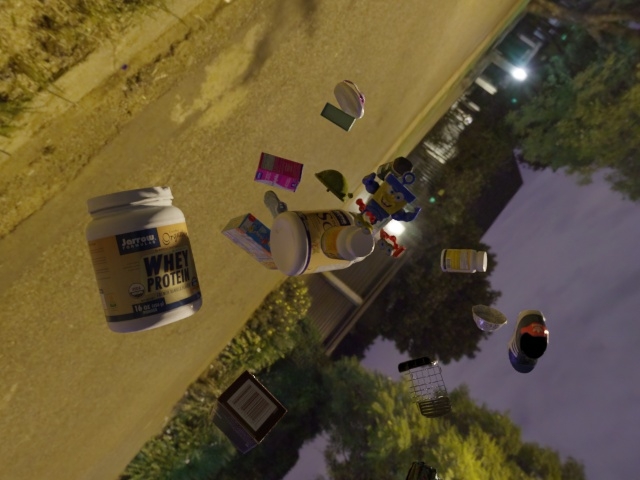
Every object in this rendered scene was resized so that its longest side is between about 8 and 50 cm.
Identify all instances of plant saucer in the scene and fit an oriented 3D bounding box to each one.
[{"bbox_3d":[0.078,-0.547,1.993,0.018,0.192,0.067,11,114,-53],"label":"plant saucer"}]

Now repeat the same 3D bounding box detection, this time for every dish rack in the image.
[{"bbox_3d":[0.489,0.684,2.090,0.074,0.272,0.208,1,156,-39],"label":"dish rack"}]

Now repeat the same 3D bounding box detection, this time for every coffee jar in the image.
[{"bbox_3d":[0.351,-0.334,2.125,0.184,0.096,0.079,-12,-127,64],"label":"coffee jar"}]

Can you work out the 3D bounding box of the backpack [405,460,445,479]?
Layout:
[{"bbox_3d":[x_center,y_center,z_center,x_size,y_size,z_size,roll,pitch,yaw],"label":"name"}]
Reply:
[{"bbox_3d":[0.343,0.887,1.539,0.188,0.144,0.166,-47,154,-44],"label":"backpack"}]

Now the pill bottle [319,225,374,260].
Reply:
[{"bbox_3d":[0.089,0.009,1.491,0.117,0.117,0.208,-48,-162,-17],"label":"pill bottle"}]

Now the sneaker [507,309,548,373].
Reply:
[{"bbox_3d":[0.845,0.452,1.832,0.148,0.131,0.350,-76,159,-53],"label":"sneaker"}]

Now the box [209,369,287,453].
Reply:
[{"bbox_3d":[-0.258,0.591,1.526,0.143,0.191,0.381,-42,169,-30],"label":"box"}]

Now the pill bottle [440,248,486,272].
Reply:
[{"bbox_3d":[0.728,0.104,2.284,0.119,0.208,0.119,-4,94,-62],"label":"pill bottle"}]

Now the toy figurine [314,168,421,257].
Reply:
[{"bbox_3d":[0.185,-0.151,1.375,0.217,0.362,0.191,-44,-176,22],"label":"toy figurine"}]

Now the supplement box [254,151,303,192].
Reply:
[{"bbox_3d":[-0.209,-0.340,2.244,0.111,0.220,0.114,122,-20,-56],"label":"supplement box"}]

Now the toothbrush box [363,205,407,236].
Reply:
[{"bbox_3d":[0.284,-0.112,2.299,0.216,0.126,0.295,-41,175,-17],"label":"toothbrush box"}]

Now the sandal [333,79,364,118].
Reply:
[{"bbox_3d":[0.142,-0.662,2.048,0.102,0.169,0.416,-31,-156,3],"label":"sandal"}]

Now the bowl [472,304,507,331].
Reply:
[{"bbox_3d":[0.834,0.402,2.250,0.170,0.170,0.080,-37,140,-61],"label":"bowl"}]

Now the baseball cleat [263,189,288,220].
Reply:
[{"bbox_3d":[-0.204,-0.165,2.065,0.206,0.072,0.109,77,21,-43],"label":"baseball cleat"}]

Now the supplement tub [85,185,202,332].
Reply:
[{"bbox_3d":[-0.429,0.041,1.092,0.228,0.316,0.228,-11,-175,1],"label":"supplement tub"}]

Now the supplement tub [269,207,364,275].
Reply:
[{"bbox_3d":[0.000,0.000,1.716,0.331,0.241,0.241,-6,146,-33],"label":"supplement tub"}]

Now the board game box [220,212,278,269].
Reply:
[{"bbox_3d":[-0.279,0.013,2.063,0.086,0.302,0.308,-56,-161,-18],"label":"board game box"}]
